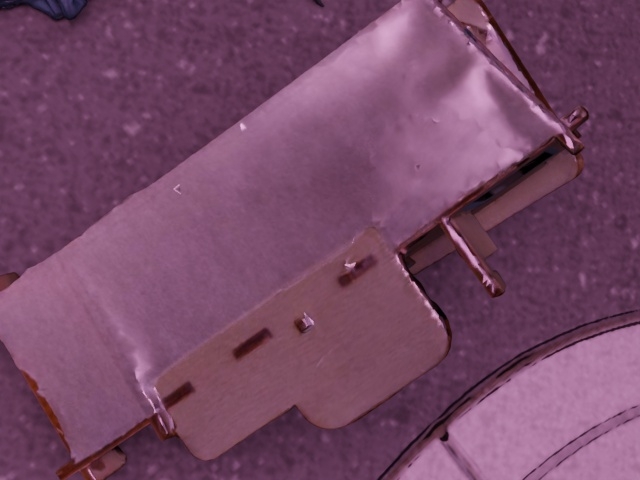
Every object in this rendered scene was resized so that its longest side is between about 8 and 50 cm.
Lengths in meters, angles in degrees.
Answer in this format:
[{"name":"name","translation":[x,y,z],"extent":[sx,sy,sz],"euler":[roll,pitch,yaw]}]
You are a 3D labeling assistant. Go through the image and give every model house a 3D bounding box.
[{"name":"model house","translation":[0.000,0.000,0.795],"extent":[0.326,0.244,0.169],"euler":[-35,90,11]}]

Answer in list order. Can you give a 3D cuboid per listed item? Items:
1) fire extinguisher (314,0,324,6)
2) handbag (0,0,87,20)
[{"name":"fire extinguisher","translation":[0.001,-0.200,0.931],"extent":[0.028,0.022,0.083],"euler":[24,68,-45]},{"name":"handbag","translation":[-0.232,-0.206,0.833],"extent":[0.229,0.062,0.179],"euler":[-14,86,-22]}]
